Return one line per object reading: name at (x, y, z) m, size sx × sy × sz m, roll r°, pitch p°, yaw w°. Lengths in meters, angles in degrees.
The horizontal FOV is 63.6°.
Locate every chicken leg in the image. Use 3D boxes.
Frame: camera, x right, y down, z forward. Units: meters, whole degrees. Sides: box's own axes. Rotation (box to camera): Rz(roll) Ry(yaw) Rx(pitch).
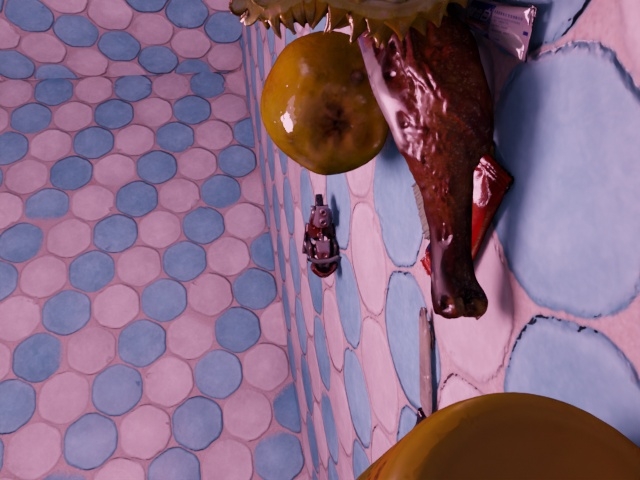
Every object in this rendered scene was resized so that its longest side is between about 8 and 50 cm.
chicken leg at (0.104, -0.116, 0.522) m, size 0.158 × 0.096 × 0.406 m, roll 135°, pitch 123°, yaw -77°

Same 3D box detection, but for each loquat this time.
loquat at (0.007, -0.214, 0.804) m, size 0.246 × 0.214 × 0.213 m, roll -110°, pitch 18°, yaw -58°

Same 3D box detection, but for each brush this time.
brush at (0.155, -0.066, 0.615) m, size 0.205 × 0.011 × 0.083 m, roll 123°, pitch 139°, yaw -71°

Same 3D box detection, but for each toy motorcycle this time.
toy motorcycle at (-0.001, 0.000, 1.226) m, size 0.122 × 0.082 × 0.213 m, roll -113°, pitch 20°, yaw -59°

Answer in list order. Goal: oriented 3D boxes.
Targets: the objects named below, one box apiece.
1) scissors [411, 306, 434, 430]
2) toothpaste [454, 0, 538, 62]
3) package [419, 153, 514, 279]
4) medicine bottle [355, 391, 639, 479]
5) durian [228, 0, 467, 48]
scissors at (0.155, 0.239, 0.753) m, size 0.109 × 0.022 × 0.299 m, roll -149°, pitch 54°, yaw -71°
toothpaste at (0.154, -0.217, 0.497) m, size 0.170 × 0.028 × 0.045 m, roll -115°, pitch 23°, yaw -53°
package at (0.157, -0.014, 0.584) m, size 0.200 × 0.022 × 0.083 m, roll 98°, pitch 154°, yaw -45°
medicine bottle at (0.118, 0.292, 0.455) m, size 0.384 × 0.225 × 0.224 m, roll 100°, pitch 160°, yaw -57°
durian at (0.059, -0.271, 0.418) m, size 0.172 × 0.306 × 0.166 m, roll 41°, pitch -178°, yaw 33°
